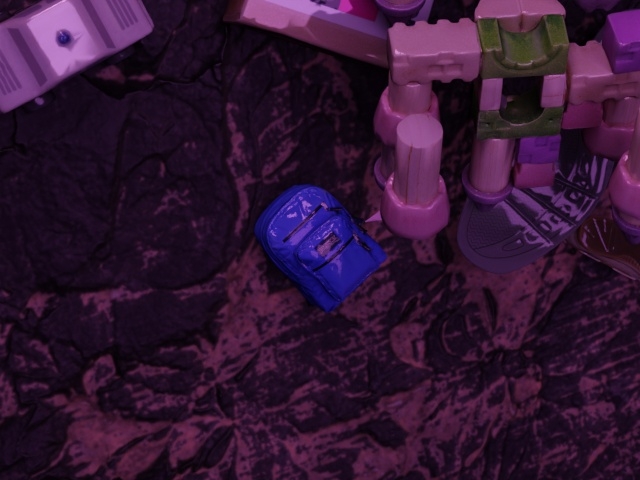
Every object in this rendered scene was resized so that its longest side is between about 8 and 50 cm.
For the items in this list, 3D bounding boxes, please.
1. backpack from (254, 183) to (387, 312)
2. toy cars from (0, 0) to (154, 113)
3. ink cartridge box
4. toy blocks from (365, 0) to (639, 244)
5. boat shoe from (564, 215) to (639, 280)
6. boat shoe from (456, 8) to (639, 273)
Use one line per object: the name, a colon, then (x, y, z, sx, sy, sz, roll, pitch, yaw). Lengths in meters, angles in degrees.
backpack: (0.000, 0.000, 1.816, 0.098, 0.101, 0.120, -44, 102, -12)
toy cars: (-0.350, -0.215, 1.693, 0.394, 0.087, 0.176, 10, 95, -17)
ink cartridge box: (0.028, -0.304, 1.786, 0.193, 0.088, 0.234, 15, 93, -16)
toy blocks: (0.186, -0.124, 1.733, 0.289, 0.309, 0.260, -5, 143, -3)
boat shoe: (0.336, 0.012, 1.944, 0.153, 0.048, 0.056, 17, 81, -24)
boat shoe: (0.257, -0.103, 1.874, 0.118, 0.103, 0.320, 34, 89, -2)
